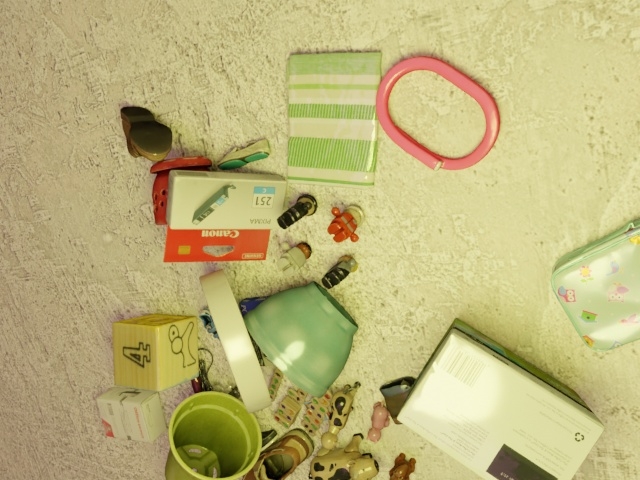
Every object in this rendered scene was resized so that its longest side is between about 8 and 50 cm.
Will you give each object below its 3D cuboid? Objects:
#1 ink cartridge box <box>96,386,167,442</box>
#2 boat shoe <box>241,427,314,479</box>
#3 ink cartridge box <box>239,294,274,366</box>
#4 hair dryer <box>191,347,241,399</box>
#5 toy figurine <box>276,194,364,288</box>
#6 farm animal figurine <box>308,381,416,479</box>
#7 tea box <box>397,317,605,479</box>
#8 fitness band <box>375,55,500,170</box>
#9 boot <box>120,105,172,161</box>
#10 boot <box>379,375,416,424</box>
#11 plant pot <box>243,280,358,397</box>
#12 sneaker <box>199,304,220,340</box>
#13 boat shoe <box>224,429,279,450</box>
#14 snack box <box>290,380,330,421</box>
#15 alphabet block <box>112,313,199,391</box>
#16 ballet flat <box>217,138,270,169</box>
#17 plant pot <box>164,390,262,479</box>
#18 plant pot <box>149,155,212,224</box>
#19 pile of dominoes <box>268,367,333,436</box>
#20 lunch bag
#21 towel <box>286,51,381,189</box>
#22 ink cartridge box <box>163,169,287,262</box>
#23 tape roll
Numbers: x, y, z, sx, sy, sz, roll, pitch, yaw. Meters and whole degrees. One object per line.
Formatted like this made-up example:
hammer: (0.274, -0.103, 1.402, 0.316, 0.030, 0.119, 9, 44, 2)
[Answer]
ink cartridge box: (-0.668, 0.615, 1.950, 0.218, 0.092, 0.158, -2, 105, 28)
boat shoe: (-0.155, 0.701, 1.710, 0.122, 0.120, 0.324, 45, 119, 7)
ink cartridge box: (-0.164, 0.267, 1.623, 0.097, 0.046, 0.207, -10, 101, 27)
hair dryer: (-0.382, 0.508, 1.803, 0.223, 0.080, 0.293, 45, 112, 21)
toy figurine: (0.000, 0.000, 1.411, 0.213, 0.148, 0.209, 12, 117, 20)
farm animal figurine: (0.083, 0.597, 1.532, 0.327, 0.172, 0.330, -42, 85, 30)
tea box: (0.377, 0.357, 1.203, 0.329, 0.323, 0.220, 32, 95, 13)
fitness band: (0.260, -0.284, 1.242, 0.291, 0.054, 0.209, 38, 118, 10)
boot: (-0.483, -0.270, 1.530, 0.305, 0.112, 0.115, 47, 134, 47)
boot: (0.256, 0.403, 1.440, 0.219, 0.082, 0.106, -31, 92, 29)
plant pot: (-0.026, 0.231, 1.434, 0.196, 0.293, 0.293, -44, 84, 2)
sneaker: (-0.323, 0.269, 1.694, 0.053, 0.059, 0.144, -35, 90, 28)
boat shoe: (-0.231, 0.635, 1.748, 0.233, 0.084, 0.079, -26, 93, 33)
snack box: (-0.034, 0.458, 1.632, 0.064, 0.022, 0.178, -26, 93, 31)
alphabet block: (-0.508, 0.341, 1.710, 0.194, 0.192, 0.197, -1, 91, 24)
ballet flat: (-0.206, -0.234, 1.493, 0.168, 0.057, 0.052, -11, 73, 25)
plant pot: (-0.349, 0.640, 1.652, 0.276, 0.276, 0.254, 39, 127, 10)
plant pot: (-0.371, -0.138, 1.523, 0.191, 0.191, 0.174, -6, 94, 27)
pile of dominoes: (-0.072, 0.463, 1.601, 0.196, 0.040, 0.251, 33, 132, 16)
lunch bag: (0.640, 0.083, 1.139, 0.279, 0.108, 0.224, -32, 85, 28)
towel: (0.028, -0.293, 1.364, 0.248, 0.038, 0.324, 7, 107, 22)
ink cartridge box: (-0.250, -0.047, 1.443, 0.066, 0.296, 0.261, 45, 130, 54)
tape roll: (-0.232, 0.268, 1.491, 0.072, 0.392, 0.391, -19, 99, -12)
